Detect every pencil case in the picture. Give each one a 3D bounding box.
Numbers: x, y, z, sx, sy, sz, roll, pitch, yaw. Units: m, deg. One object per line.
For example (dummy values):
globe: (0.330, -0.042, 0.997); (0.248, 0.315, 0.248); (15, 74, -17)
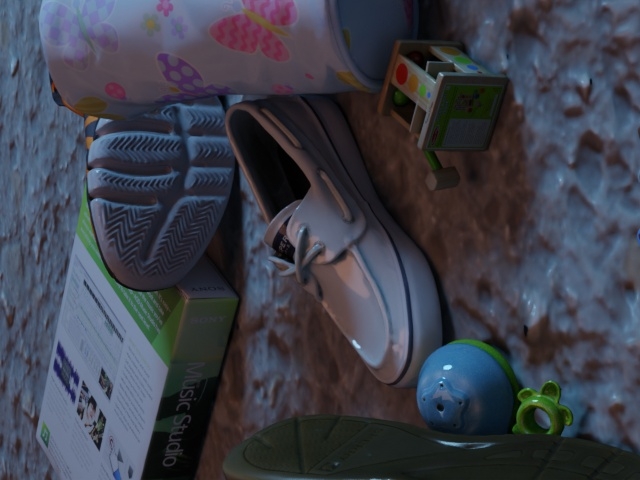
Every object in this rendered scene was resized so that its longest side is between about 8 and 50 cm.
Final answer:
pencil case: (-0.068, -0.149, 1.042); (0.273, 0.113, 0.124); (-3, 110, 34)

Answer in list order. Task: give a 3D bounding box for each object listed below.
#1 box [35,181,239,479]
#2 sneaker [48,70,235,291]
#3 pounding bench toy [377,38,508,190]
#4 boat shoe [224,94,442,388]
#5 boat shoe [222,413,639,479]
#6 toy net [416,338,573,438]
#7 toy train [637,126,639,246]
box: (-0.179, 0.124, 1.384); (0.232, 0.059, 0.322); (49, 133, 46)
sneaker: (-0.164, -0.100, 1.303); (0.180, 0.125, 0.321); (-28, 58, 60)
pounding bench toy: (0.072, -0.081, 0.963); (0.065, 0.052, 0.083); (46, 129, 48)
boat shoe: (0.000, 0.000, 1.055); (0.258, 0.084, 0.095); (61, 139, 36)
boat shoe: (0.089, 0.188, 0.864); (0.342, 0.123, 0.123); (3, 111, 37)
toy net: (0.104, 0.184, 0.947); (0.122, 0.045, 0.232); (13, 108, 31)
toy train: (0.208, 0.016, 0.730); (0.105, 0.080, 0.184); (-49, 52, 56)
